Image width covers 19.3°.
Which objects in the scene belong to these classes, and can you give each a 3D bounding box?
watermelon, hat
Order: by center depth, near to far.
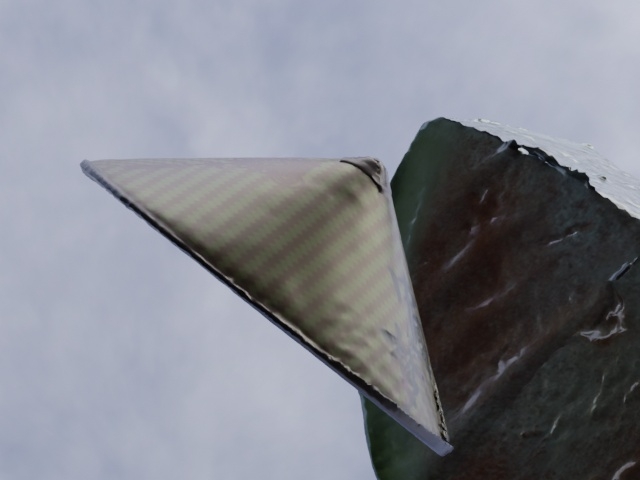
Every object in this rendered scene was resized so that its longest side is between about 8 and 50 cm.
[{"bbox_3d":[0.000,0.000,0.777,0.193,0.193,0.082,40,-93,1],"label":"hat"},{"bbox_3d":[0.172,0.060,1.201,0.258,0.228,0.387,-12,-130,31],"label":"watermelon"}]
